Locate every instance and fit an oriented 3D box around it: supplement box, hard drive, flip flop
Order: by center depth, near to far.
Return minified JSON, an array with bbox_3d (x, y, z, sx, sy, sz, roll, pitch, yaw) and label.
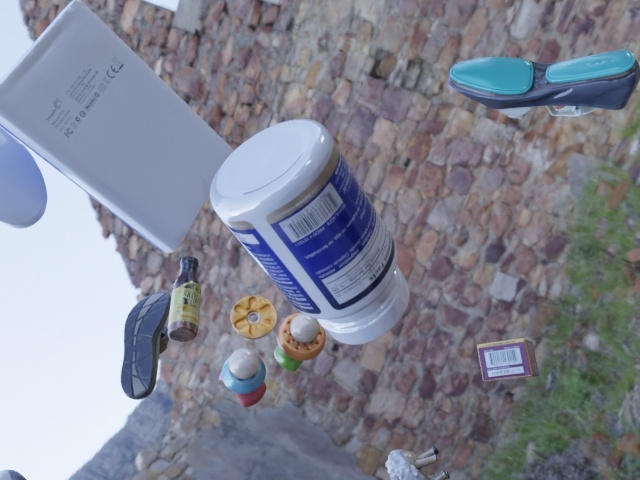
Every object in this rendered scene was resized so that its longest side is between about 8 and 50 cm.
[{"bbox_3d":[0.219,0.140,0.712,0.083,0.055,0.043,23,-124,-62],"label":"supplement box"},{"bbox_3d":[-0.287,-0.158,0.891,0.319,0.040,0.210,44,-124,-33],"label":"hard drive"},{"bbox_3d":[-0.415,0.255,1.491,0.080,0.112,0.276,57,-154,-55],"label":"flip flop"}]

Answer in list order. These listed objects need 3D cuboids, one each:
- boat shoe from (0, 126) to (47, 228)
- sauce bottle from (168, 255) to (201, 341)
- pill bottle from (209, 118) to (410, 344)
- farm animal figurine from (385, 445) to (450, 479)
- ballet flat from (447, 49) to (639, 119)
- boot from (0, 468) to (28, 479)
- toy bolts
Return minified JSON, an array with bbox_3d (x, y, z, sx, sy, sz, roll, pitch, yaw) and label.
[{"bbox_3d":[-0.515,-0.126,0.880,0.108,0.301,0.102,-49,4,-31],"label":"boat shoe"},{"bbox_3d":[-0.188,0.079,0.858,0.042,0.042,0.128,99,169,-51],"label":"sauce bottle"},{"bbox_3d":[0.000,0.000,0.735,0.264,0.153,0.153,55,-130,-35],"label":"pill bottle"},{"bbox_3d":[0.188,0.534,0.952,0.172,0.326,0.330,-30,8,7],"label":"farm animal figurine"},{"bbox_3d":[0.247,-0.169,0.693,0.074,0.203,0.074,3,-90,-65],"label":"ballet flat"},{"bbox_3d":[-0.678,0.568,1.066,0.378,0.138,0.284,-31,10,33],"label":"boot"},{"bbox_3d":[-0.125,0.204,1.258,0.228,0.218,0.158,-44,-16,-28],"label":"toy bolts"}]
